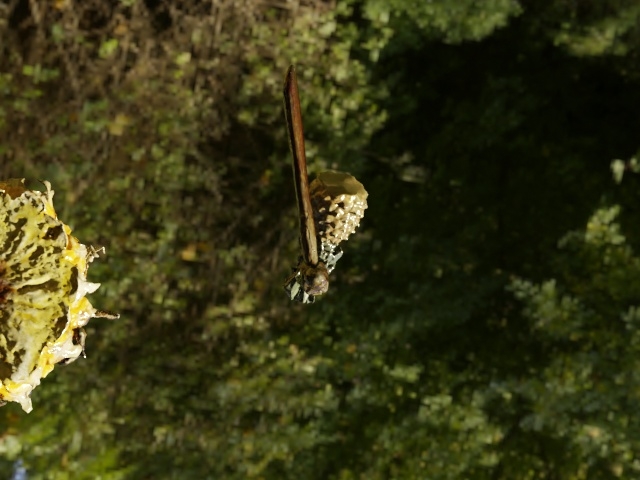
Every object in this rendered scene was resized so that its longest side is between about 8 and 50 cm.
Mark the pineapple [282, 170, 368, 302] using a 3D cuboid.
[{"bbox_3d":[0.000,0.000,1.326,0.074,0.159,0.074,15,-150,-9],"label":"pineapple"}]

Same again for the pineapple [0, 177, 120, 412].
[{"bbox_3d":[-0.274,0.043,0.936,0.221,0.221,0.047,10,172,3],"label":"pineapple"}]

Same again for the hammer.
[{"bbox_3d":[-0.016,-0.046,0.893,0.021,0.178,0.065,-7,173,-7],"label":"hammer"}]
